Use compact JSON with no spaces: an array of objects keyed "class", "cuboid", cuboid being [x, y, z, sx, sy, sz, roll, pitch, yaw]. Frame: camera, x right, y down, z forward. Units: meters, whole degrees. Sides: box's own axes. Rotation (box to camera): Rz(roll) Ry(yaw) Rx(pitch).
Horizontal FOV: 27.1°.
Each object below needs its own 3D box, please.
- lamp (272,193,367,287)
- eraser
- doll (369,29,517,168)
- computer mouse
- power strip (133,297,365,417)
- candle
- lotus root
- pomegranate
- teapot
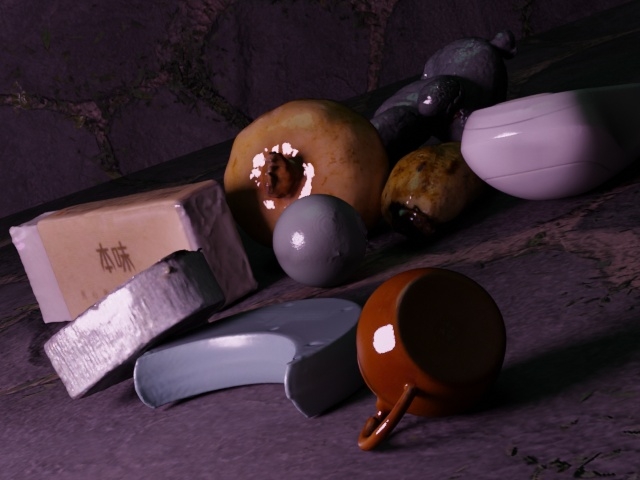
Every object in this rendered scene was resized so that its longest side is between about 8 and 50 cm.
[{"class":"lamp","cuboid":[0.000,0.000,1.443,0.105,0.105,0.105,-17,11,4]},{"class":"eraser","cuboid":[-0.236,0.020,1.608,0.343,0.144,0.078,-8,17,43]},{"class":"doll","cuboid":[0.166,-0.167,1.977,0.340,0.158,0.246,-43,-8,-33]},{"class":"computer mouse","cuboid":[0.284,-0.110,1.515,0.184,0.121,0.297,-13,-1,30]},{"class":"power strip","cuboid":[-0.050,0.102,1.169,0.168,0.054,0.253,-24,13,-40]},{"class":"candle","cuboid":[-0.177,0.083,1.262,0.168,0.068,0.192,-29,-10,-20]},{"class":"lotus root","cuboid":[0.141,-0.069,1.591,0.110,0.097,0.258,-15,8,25]},{"class":"pomegranate","cuboid":[-0.012,-0.074,1.619,0.207,0.207,0.207,-17,11,4]},{"class":"teapot","cuboid":[0.071,0.084,0.976,0.116,0.116,0.173,-5,43,46]}]
